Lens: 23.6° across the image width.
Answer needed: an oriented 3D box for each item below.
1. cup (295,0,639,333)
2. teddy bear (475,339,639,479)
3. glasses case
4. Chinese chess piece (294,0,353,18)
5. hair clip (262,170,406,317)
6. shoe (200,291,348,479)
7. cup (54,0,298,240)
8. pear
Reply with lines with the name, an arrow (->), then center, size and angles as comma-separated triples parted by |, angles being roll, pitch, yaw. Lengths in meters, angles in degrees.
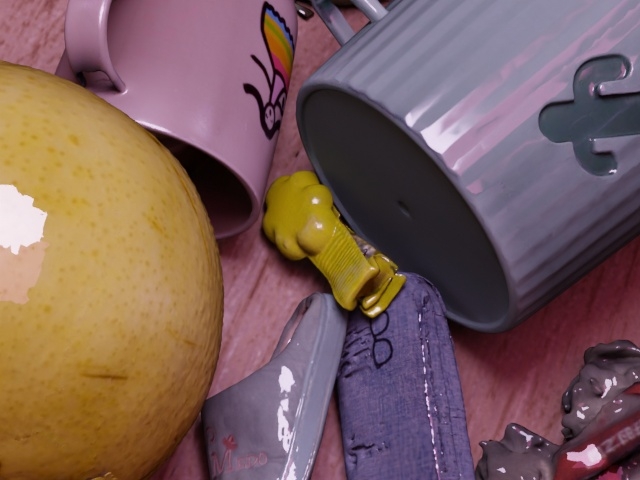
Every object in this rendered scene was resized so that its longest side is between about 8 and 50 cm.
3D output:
cup -> 0.178, -0.166, 1.297 | 0.392, 0.310, 0.401 | -39, 58, -18
teddy bear -> 0.336, 0.129, 1.193 | 0.224, 0.357, 0.367 | 29, 81, -42
glasses case -> 0.069, 0.163, 1.236 | 0.067, 0.109, 0.282 | 13, 63, -41
Chinese chess piece -> 0.014, -0.326, 1.414 | 0.238, 0.092, 0.237 | 4, 71, -10
hair clip -> 0.000, 0.000, 1.278 | 0.072, 0.046, 0.173 | -54, 45, 14
shoe -> -0.048, 0.147, 1.226 | 0.100, 0.103, 0.251 | 18, 63, -3
cup -> -0.129, -0.146, 1.238 | 0.192, 0.253, 0.200 | 3, 63, 22
pear -> -0.234, 0.047, 1.095 | 0.348, 0.348, 0.348 | 4, 70, -10
